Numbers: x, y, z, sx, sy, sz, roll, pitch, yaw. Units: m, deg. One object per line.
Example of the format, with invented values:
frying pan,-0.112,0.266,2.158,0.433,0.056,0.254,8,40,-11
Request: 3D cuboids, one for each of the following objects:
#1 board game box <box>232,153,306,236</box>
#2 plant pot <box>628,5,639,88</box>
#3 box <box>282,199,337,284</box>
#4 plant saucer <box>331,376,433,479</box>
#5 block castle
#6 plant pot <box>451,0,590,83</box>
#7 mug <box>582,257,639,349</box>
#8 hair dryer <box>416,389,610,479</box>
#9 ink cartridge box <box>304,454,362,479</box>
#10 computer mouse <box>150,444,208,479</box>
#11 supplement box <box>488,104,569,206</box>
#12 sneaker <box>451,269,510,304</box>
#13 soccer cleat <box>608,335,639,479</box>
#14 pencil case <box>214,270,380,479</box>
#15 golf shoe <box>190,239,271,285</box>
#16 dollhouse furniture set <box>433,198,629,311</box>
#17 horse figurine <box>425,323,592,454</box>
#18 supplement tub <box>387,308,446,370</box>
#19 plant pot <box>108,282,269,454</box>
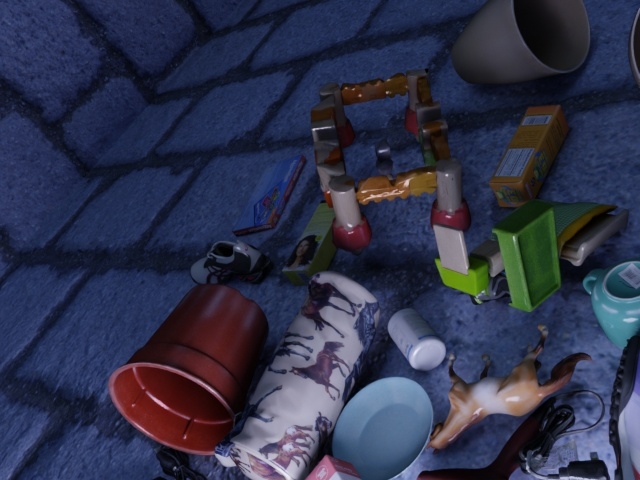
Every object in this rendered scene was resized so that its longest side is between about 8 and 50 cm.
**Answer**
board game box,-0.144,-0.132,1.932,0.145,0.027,0.281,-12,41,36
plant pot,0.693,-0.346,1.212,0.284,0.284,0.191,-30,-3,13
box,0.000,0.000,1.604,0.087,0.058,0.232,-5,45,39
plant saucer,0.109,0.321,1.120,0.195,0.037,0.195,-27,35,21
block castle,0.148,-0.179,1.522,0.303,0.212,0.453,-10,43,4
plant pot,0.455,-0.482,1.622,0.256,0.256,0.274,-55,19,-25
mug,0.464,0.090,1.010,0.158,0.097,0.129,-6,44,39
hair dryer,0.269,0.326,0.948,0.294,0.080,0.223,-24,6,22
ink cartridge box,0.036,0.435,0.999,0.115,0.067,0.198,-52,38,7
computer mouse,-0.356,0.524,1.293,0.272,0.072,0.188,-48,35,-15
supplement box,0.432,-0.175,1.385,0.080,0.078,0.233,8,55,44
sneaker,0.310,0.087,1.208,0.188,0.067,0.078,20,85,51
soccer cleat,0.431,0.263,0.848,0.117,0.108,0.318,4,46,19
pencil case,-0.032,0.249,1.235,0.184,0.160,0.410,12,56,27
golf shoe,-0.253,0.048,1.734,0.273,0.120,0.105,-10,44,39
dollhouse furniture set,0.358,-0.038,1.146,0.302,0.151,0.198,-32,29,-26
horse figurine,0.279,0.224,1.041,0.263,0.066,0.174,-24,24,35
supplement tub,0.173,0.178,1.209,0.071,0.071,0.107,-37,33,2
plant pot,-0.244,0.247,1.375,0.273,0.272,0.265,-16,31,31
